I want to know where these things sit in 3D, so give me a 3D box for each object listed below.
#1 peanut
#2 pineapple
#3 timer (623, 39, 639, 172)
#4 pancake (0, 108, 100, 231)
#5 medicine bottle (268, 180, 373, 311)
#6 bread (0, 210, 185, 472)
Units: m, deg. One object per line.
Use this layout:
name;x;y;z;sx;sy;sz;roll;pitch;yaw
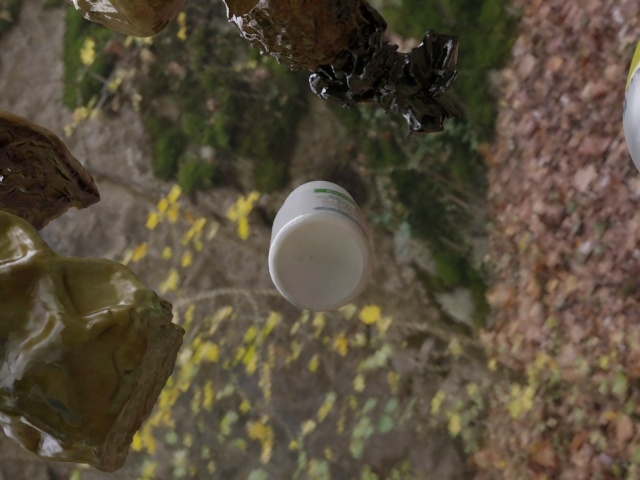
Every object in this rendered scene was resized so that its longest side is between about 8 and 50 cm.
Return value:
peanut;-0.189;-0.293;1.063;0.122;0.137;0.253;48;-150;-61
pineapple;0.033;-0.174;1.060;0.119;0.237;0.111;-12;51;53
timer;0.421;-0.169;1.089;0.285;0.285;0.285;-58;-4;-6
pancake;-0.303;-0.061;1.090;0.212;0.056;0.257;-5;-28;-25
medicine bottle;0.000;0.000;1.608;0.139;0.139;0.237;-60;7;12
bread;-0.231;0.048;0.784;0.130;0.267;0.152;-66;1;-67
